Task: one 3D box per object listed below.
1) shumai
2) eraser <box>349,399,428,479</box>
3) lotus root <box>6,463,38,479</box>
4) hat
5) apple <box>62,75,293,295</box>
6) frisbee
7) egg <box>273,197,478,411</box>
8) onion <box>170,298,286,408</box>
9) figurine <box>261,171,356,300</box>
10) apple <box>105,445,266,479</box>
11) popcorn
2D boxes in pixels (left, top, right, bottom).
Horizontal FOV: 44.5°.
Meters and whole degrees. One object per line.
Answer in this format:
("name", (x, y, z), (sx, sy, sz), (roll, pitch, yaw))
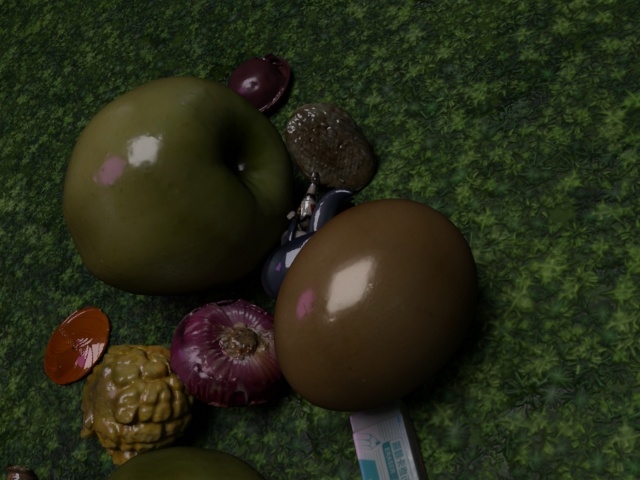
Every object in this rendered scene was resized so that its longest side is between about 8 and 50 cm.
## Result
("shumai", (0.015, -0.199, 1.649), (0.161, 0.209, 0.153), (-56, 14, 7))
("eraser", (0.115, 0.371, 1.247), (0.095, 0.052, 0.225), (-27, 48, 17))
("lotus root", (-0.620, 0.586, 1.511), (0.131, 0.146, 0.303), (-39, 36, 57))
("hat", (-0.167, -0.386, 1.927), (0.205, 0.089, 0.205), (-17, 51, 22))
("apple", (-0.291, -0.100, 1.580), (0.473, 0.473, 0.473), (-17, 52, 23))
("frisbee", (-0.565, 0.236, 1.793), (0.192, 0.035, 0.192), (-18, 51, 23))
("egg", (0.085, 0.104, 1.278), (0.374, 0.301, 0.301), (-43, 46, -7))
("onion", (-0.171, 0.225, 1.459), (0.163, 0.230, 0.230), (122, 147, -41))
("figurine", (-0.005, 0.009, 1.500), (0.197, 0.175, 0.265), (24, 82, 36))
("apple", (-0.203, 0.484, 1.186), (0.357, 0.357, 0.357), (-17, 52, 23))
("popcorn", (-0.347, 0.309, 1.485), (0.250, 0.190, 0.250), (-41, 38, 42))
